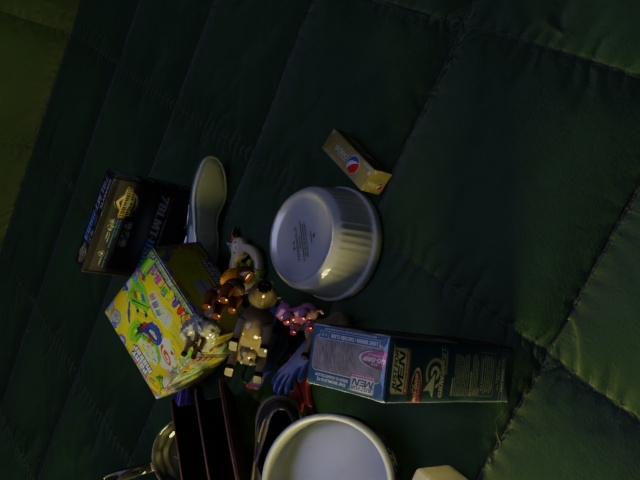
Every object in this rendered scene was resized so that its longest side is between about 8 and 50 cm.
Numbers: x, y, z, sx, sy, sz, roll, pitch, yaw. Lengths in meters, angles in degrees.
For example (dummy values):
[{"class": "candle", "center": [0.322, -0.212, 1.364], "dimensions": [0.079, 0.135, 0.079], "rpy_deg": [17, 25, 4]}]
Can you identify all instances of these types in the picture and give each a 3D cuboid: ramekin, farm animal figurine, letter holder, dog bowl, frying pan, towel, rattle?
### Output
[{"class": "ramekin", "center": [0.000, 0.000, 1.616], "dimensions": [0.273, 0.127, 0.272], "rpy_deg": [-12, 74, 44]}, {"class": "farm animal figurine", "center": [-0.116, 0.185, 1.609], "dimensions": [0.326, 0.330, 0.172], "rpy_deg": [-53, 15, 39]}, {"class": "letter holder", "center": [-0.265, 0.504, 1.698], "dimensions": [0.214, 0.152, 0.301], "rpy_deg": [89, 168, -64]}, {"class": "dog bowl", "center": [0.023, 0.479, 1.424], "dimensions": [0.265, 0.104, 0.264], "rpy_deg": [-3, 77, 15]}, {"class": "frying pan", "center": [-0.393, 0.603, 1.869], "dimensions": [0.326, 0.053, 0.197], "rpy_deg": [-40, 78, 4]}, {"class": "towel", "center": [-0.134, 0.180, 1.792], "dimensions": [0.119, 0.029, 0.067], "rpy_deg": [41, 112, 44]}, {"class": "rattle", "center": [-0.241, 0.044, 1.859], "dimensions": [0.199, 0.143, 0.130], "rpy_deg": [62, 143, 27]}]

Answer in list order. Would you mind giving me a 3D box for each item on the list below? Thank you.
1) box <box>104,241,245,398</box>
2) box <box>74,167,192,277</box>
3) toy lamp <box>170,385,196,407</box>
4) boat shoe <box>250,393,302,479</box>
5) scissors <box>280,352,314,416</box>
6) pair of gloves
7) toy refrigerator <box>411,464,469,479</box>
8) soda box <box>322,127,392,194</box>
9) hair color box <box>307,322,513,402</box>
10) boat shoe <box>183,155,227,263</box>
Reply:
[{"class": "box", "center": [-0.374, 0.205, 1.876], "dimensions": [0.279, 0.177, 0.290], "rpy_deg": [-46, 70, 30]}, {"class": "box", "center": [-0.514, -0.036, 2.046], "dimensions": [0.073, 0.293, 0.295], "rpy_deg": [36, 108, 46]}, {"class": "toy lamp", "center": [-0.375, 0.530, 1.938], "dimensions": [0.080, 0.080, 0.274], "rpy_deg": [-6, 78, 46]}, {"class": "boat shoe", "center": [-0.100, 0.522, 1.566], "dimensions": [0.130, 0.133, 0.355], "rpy_deg": [92, 174, -82]}, {"class": "scissors", "center": [-0.034, 0.397, 1.651], "dimensions": [0.109, 0.021, 0.297], "rpy_deg": [-30, 62, 36]}, {"class": "pair of gloves", "center": [-0.091, 0.291, 1.671], "dimensions": [0.198, 0.023, 0.159], "rpy_deg": [-7, 40, 47]}, {"class": "toy refrigerator", "center": [0.190, 0.559, 1.316], "dimensions": [0.094, 0.102, 0.269], "rpy_deg": [31, 103, 46]}, {"class": "soda box", "center": [0.080, -0.181, 1.616], "dimensions": [0.181, 0.061, 0.058], "rpy_deg": [51, 119, 40]}, {"class": "hair color box", "center": [0.164, 0.214, 1.234], "dimensions": [0.174, 0.347, 0.105], "rpy_deg": [2, 83, 47]}, {"class": "boat shoe", "center": [-0.339, -0.079, 2.002], "dimensions": [0.099, 0.116, 0.319], "rpy_deg": [4, 90, 43]}]
